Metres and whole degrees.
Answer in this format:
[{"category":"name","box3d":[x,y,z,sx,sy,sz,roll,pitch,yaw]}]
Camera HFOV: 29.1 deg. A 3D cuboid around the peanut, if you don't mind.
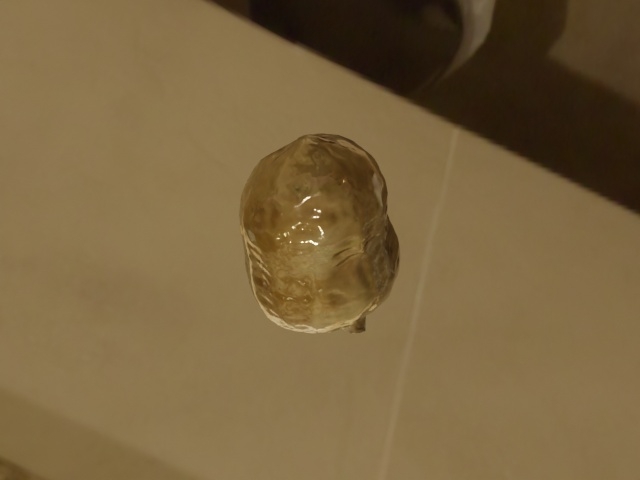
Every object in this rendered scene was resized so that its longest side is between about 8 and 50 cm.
[{"category":"peanut","box3d":[0.000,0.000,0.979,0.129,0.129,0.224,5,150,12]}]
